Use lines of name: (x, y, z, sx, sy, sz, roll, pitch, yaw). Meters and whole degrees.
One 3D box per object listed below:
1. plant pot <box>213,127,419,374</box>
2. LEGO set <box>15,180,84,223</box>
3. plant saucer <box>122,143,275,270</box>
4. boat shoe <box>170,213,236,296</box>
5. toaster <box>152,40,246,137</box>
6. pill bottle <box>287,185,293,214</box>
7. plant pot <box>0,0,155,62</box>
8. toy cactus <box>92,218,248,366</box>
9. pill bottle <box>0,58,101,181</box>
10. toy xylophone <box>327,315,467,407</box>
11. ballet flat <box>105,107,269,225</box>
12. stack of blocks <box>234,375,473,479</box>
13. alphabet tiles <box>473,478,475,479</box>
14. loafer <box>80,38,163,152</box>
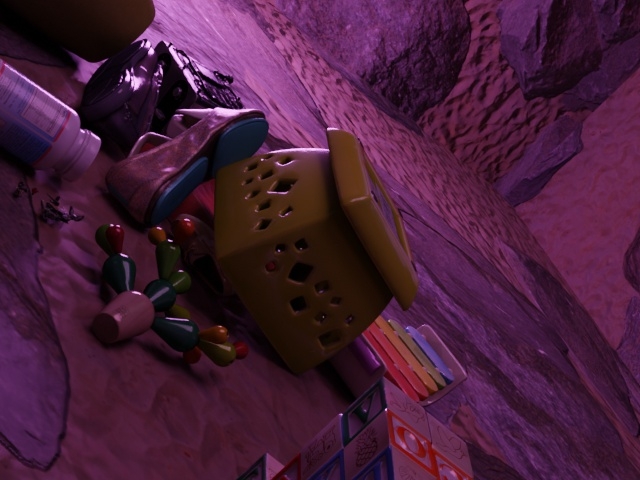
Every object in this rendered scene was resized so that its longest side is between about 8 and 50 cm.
plant pot: (0.000, 0.000, 1.449, 0.227, 0.207, 0.228, 58, 12, -32)
LEGO set: (-0.314, -0.037, 1.250, 0.083, 0.023, 0.054, 31, 14, 0)
plant saucer: (-0.152, -0.052, 1.630, 0.258, 0.048, 0.259, 53, 19, 27)
boat shoe: (-0.154, 0.019, 1.440, 0.135, 0.050, 0.045, 44, 37, 15)
toaster: (-0.204, -0.220, 1.800, 0.185, 0.110, 0.168, 25, 26, -49)
pill bottle: (-0.014, -0.034, 1.754, 0.103, 0.103, 0.184, 53, 4, 27)
plant pot: (-0.389, -0.425, 1.652, 0.293, 0.275, 0.275, 53, 10, -32)
toy cactus: (-0.179, 0.066, 1.202, 0.219, 0.112, 0.180, 54, 26, 1)
pill bottle: (-0.345, -0.139, 1.296, 0.160, 0.087, 0.087, 37, 18, -28)
toy xylophone: (0.086, 0.158, 1.632, 0.236, 0.081, 0.322, 50, 16, 18)
ballet flat: (-0.184, -0.128, 1.511, 0.106, 0.107, 0.316, 31, 34, 12)
stack of blocks: (-0.025, 0.236, 0.773, 0.087, 0.297, 0.171, 39, 18, -17)
alphabet tiles: (0.178, 0.369, 1.464, 0.342, 0.011, 0.285, 40, 17, -16)
loafer: (-0.289, -0.216, 1.632, 0.095, 0.109, 0.302, 58, 12, -22)
